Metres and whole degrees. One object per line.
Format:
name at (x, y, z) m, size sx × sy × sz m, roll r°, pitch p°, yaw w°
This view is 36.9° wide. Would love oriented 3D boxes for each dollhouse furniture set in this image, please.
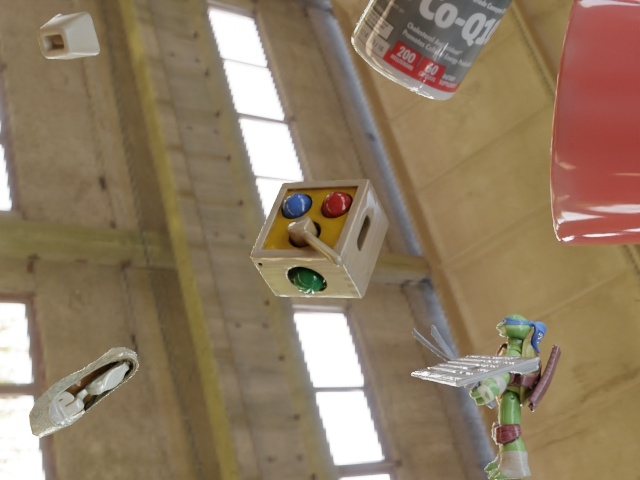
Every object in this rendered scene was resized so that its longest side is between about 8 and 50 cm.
dollhouse furniture set at (-0.074, -0.140, 0.448) m, size 0.114 × 0.081 × 0.091 m, roll -1°, pitch -69°, yaw 27°

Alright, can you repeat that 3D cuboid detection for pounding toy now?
pounding toy at (0.000, 0.000, 1.024) m, size 0.130 × 0.100 × 0.141 m, roll -1°, pitch -131°, yaw 28°

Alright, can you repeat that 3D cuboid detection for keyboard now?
keyboard at (0.137, 0.119, 0.896) m, size 0.256 × 0.072 × 0.014 m, roll 113°, pitch -33°, yaw -83°

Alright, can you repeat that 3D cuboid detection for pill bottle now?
pill bottle at (0.173, -0.339, 1.231) m, size 0.283 × 0.161 × 0.161 m, roll -59°, pitch -137°, yaw 24°

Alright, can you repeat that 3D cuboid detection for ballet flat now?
ballet flat at (-0.313, 0.199, 1.267) m, size 0.057 × 0.168 × 0.052 m, roll 57°, pitch -19°, yaw -22°

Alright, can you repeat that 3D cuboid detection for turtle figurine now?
turtle figurine at (0.266, 0.262, 1.620) m, size 0.198 × 0.274 × 0.266 m, roll -16°, pitch -103°, yaw 63°

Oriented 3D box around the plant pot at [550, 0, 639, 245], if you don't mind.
plant pot at (0.369, -0.116, 0.927) m, size 0.243 × 0.275 × 0.275 m, roll 6°, pitch -90°, yaw 24°
